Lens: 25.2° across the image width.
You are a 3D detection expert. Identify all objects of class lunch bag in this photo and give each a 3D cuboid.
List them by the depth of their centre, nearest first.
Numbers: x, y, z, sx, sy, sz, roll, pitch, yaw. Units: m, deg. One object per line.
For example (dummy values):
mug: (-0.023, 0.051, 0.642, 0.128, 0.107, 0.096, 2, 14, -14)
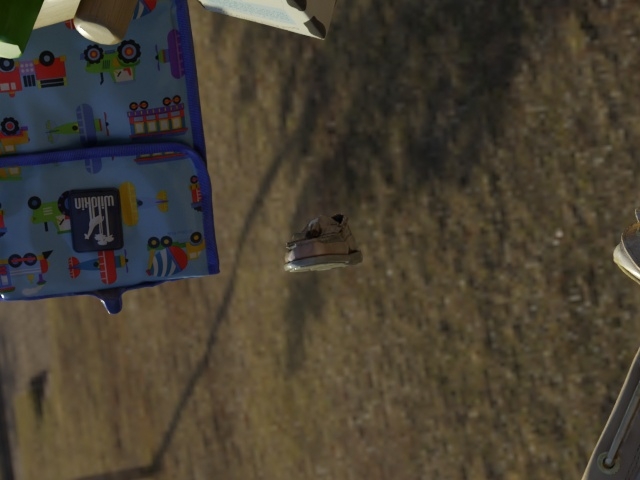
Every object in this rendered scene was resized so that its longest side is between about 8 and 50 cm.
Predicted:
lunch bag: (-0.220, -0.075, 1.341, 0.138, 0.221, 0.293, -131, 33, -75)

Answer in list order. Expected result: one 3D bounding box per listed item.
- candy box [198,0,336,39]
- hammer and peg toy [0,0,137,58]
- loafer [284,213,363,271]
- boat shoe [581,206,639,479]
candy box: (-0.028, -0.199, 0.622, 0.196, 0.070, 0.165, 37, -110, -71)
hammer and peg toy: (-0.299, -0.224, 1.006, 0.361, 0.266, 0.127, -4, 62, 44)
loafer: (0.000, 0.000, 0.964, 0.125, 0.045, 0.039, 5, -104, -78)
boat shoe: (0.118, 0.011, 0.437, 0.063, 0.059, 0.170, 38, -113, -65)
